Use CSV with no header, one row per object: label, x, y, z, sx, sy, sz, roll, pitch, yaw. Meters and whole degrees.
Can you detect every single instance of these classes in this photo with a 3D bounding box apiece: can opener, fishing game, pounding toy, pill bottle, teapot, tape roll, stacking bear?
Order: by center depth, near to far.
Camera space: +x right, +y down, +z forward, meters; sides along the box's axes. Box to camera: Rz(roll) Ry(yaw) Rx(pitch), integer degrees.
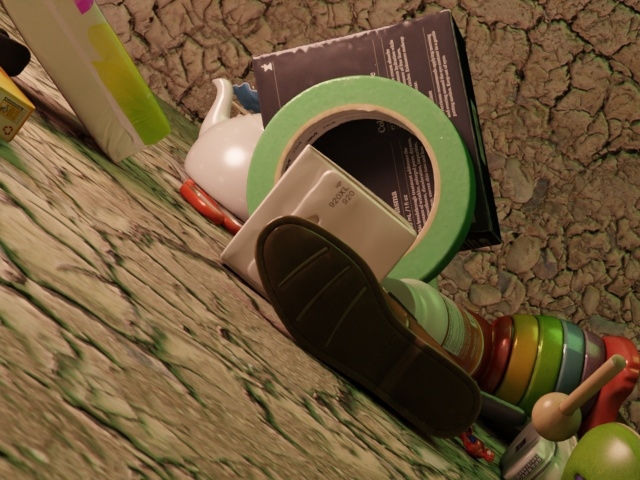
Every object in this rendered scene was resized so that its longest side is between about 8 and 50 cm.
pounding toy,0.256,0.254,1.299,0.183,0.110,0.236,117,-37,-64
can opener,-0.404,-0.254,1.522,0.074,0.093,0.280,40,-2,8
can opener,0.157,0.174,1.531,0.186,0.073,0.059,26,7,17
pill bottle,0.130,0.121,1.759,0.121,0.121,0.216,40,4,33
tape roll,0.057,-0.071,1.853,0.321,0.321,0.077,39,4,13
stacking bear,0.292,0.179,1.908,0.289,0.175,0.164,16,24,-6
teapot,-0.088,-0.124,2.198,0.256,0.187,0.252,37,4,-32
fishing game,-0.074,-0.227,2.300,0.189,0.041,0.264,36,-11,-17

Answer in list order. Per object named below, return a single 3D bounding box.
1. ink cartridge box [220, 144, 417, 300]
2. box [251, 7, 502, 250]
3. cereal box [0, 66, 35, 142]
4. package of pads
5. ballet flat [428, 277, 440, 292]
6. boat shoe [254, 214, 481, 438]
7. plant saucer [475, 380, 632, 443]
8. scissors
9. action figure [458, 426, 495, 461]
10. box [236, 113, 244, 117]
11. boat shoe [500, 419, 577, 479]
ink cartridge box,0.000,0.000,1.589,0.168,0.171,0.232,38,4,-1
box,0.089,-0.139,1.996,0.179,0.313,0.343,27,53,-76
cereal box,-0.381,-0.190,1.161,0.240,0.047,0.173,36,4,-37
package of pads,-0.319,-0.264,1.615,0.229,0.101,0.296,52,-7,45
ballet flat,0.138,0.114,2.118,0.139,0.139,0.400,39,8,8
boat shoe,0.040,0.095,1.409,0.307,0.111,0.104,48,-2,-8
plant saucer,0.345,0.264,2.035,0.311,0.050,0.310,21,22,-9
scissors,-0.195,-0.083,1.921,0.109,0.021,0.297,33,7,-40
action figure,0.168,0.227,1.551,0.115,0.030,0.038,44,1,41
box,-0.118,-0.133,2.472,0.170,0.130,0.091,37,3,-28
boat shoe,0.286,0.273,1.617,0.088,0.096,0.267,43,5,6
